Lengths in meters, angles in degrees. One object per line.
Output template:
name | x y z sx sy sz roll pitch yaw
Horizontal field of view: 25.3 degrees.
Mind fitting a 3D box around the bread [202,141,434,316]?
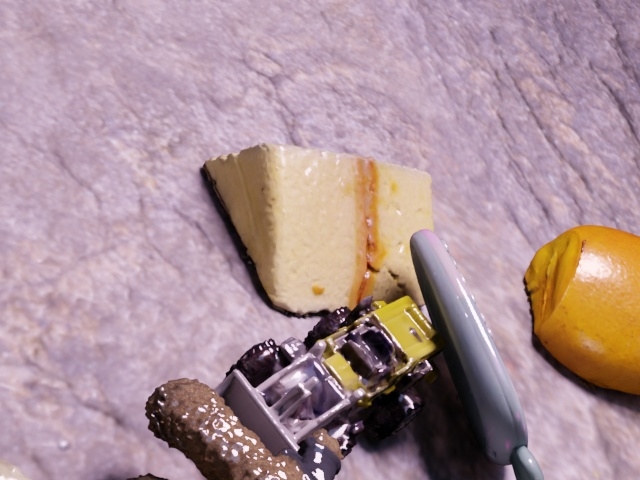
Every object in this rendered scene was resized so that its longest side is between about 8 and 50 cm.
bread | 0.000 0.000 1.534 0.240 0.135 0.178 6 80 -39

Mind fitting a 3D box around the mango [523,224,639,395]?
mango | 0.378 0.092 1.674 0.257 0.138 0.187 21 50 -14

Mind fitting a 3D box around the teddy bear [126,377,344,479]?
teddy bear | -0.044 0.227 1.146 0.251 0.129 0.182 29 79 -14

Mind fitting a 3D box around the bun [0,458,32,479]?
bun | -0.265 0.250 0.917 0.243 0.153 0.244 23 56 -39

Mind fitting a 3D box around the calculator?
calculator | 0.153 0.124 1.422 0.041 0.185 0.299 -21 67 -3

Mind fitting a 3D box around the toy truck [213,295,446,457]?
toy truck | 0.008 0.133 1.321 0.136 0.111 0.286 50 39 13
